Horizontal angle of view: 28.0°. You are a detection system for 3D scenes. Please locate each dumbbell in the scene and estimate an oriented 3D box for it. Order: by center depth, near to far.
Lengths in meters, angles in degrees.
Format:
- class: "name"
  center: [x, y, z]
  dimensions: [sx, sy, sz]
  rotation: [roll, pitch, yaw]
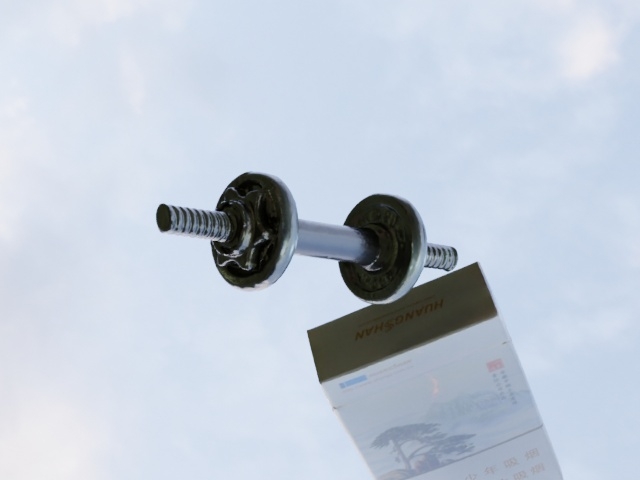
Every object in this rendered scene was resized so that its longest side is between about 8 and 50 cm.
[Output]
- class: "dumbbell"
  center: [0.000, 0.000, 0.858]
  dimensions: [0.082, 0.254, 0.081]
  rotation: [-10, -103, 48]

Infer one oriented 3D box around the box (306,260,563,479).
- class: "box"
  center: [0.098, 0.137, 1.047]
  dimensions: [0.150, 0.233, 0.067]
  rotation: [-23, -138, 4]
